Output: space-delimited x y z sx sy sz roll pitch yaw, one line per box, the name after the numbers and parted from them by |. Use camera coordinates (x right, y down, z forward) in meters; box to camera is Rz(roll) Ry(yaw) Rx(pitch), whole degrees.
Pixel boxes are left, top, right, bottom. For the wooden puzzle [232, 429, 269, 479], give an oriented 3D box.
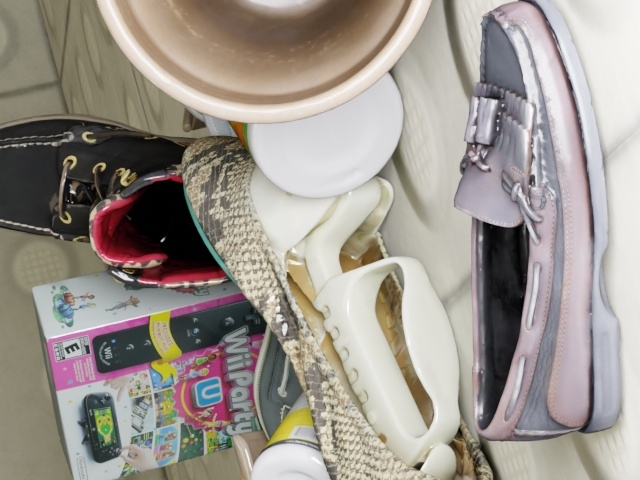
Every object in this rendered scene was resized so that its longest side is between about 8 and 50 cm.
-0.017 0.311 2.075 0.238 0.044 0.221 4 -112 -64 | wooden puzzle

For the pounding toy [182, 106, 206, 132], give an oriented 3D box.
-0.131 -0.183 2.171 0.130 0.100 0.141 127 128 -74 | pounding toy

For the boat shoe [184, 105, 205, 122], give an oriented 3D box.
-0.140 -0.272 2.089 0.091 0.114 0.302 91 161 -66 | boat shoe

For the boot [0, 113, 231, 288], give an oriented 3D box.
-0.214 -0.040 1.975 0.284 0.377 0.138 -109 27 -78 | boot

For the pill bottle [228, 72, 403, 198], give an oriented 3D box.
-0.029 -0.148 1.687 0.246 0.136 0.136 -123 23 -57 | pill bottle

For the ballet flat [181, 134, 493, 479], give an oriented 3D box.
0.030 0.053 1.690 0.182 0.164 0.483 -56 51 44 | ballet flat

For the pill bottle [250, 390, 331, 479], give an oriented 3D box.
0.013 0.188 1.782 0.184 0.103 0.103 -52 -38 -53 | pill bottle

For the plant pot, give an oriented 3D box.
-0.035 -0.229 1.476 0.229 0.263 0.263 -64 -38 -82 | plant pot

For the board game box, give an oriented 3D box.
-0.152 0.131 2.131 0.097 0.303 0.224 -120 20 -51 | board game box

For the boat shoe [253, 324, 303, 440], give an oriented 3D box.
-0.001 0.136 1.922 0.099 0.116 0.319 -115 22 -52 | boat shoe

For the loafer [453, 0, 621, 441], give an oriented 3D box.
0.131 -0.005 1.245 0.109 0.095 0.302 -139 37 -68 | loafer

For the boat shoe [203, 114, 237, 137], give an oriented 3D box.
-0.073 -0.196 1.960 0.094 0.109 0.302 67 -168 -67 | boat shoe
